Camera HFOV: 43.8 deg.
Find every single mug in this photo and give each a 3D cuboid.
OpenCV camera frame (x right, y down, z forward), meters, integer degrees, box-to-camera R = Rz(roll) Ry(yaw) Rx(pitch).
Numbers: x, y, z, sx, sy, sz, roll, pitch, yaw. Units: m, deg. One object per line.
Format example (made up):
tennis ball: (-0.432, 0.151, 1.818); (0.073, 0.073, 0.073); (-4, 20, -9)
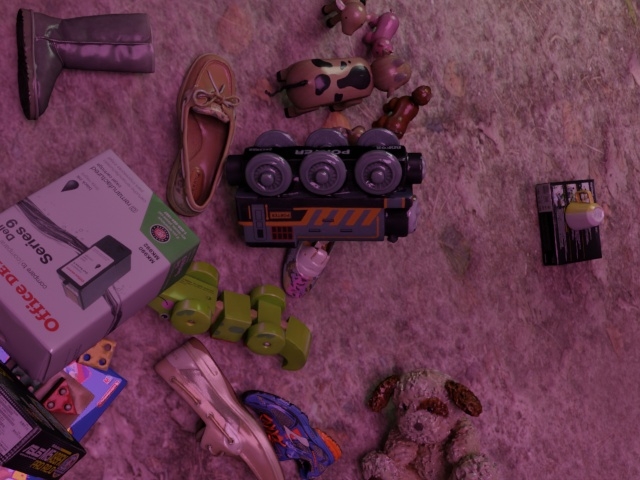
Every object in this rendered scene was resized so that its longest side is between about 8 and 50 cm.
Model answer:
mug: (0.555, -0.059, 1.671); (0.062, 0.064, 0.078); (-44, 107, -21)

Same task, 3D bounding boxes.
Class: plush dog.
plush dog: (0.211, 0.343, 1.474); (0.211, 0.263, 0.225); (-35, 117, -57)

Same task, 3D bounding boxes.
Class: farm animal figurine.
farm animal figurine: (0.064, -0.316, 1.426); (0.327, 0.172, 0.330); (-31, 102, -24)

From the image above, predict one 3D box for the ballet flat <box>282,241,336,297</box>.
ballet flat: (0.000, 0.000, 1.436); (0.077, 0.079, 0.221); (32, 75, -25)

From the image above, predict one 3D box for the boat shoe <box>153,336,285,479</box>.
boat shoe: (-0.166, 0.309, 1.332); (0.098, 0.109, 0.302); (-34, 98, -17)

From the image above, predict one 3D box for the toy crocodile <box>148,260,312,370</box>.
toy crocodile: (-0.161, 0.126, 1.344); (0.341, 0.105, 0.115); (21, 40, -22)

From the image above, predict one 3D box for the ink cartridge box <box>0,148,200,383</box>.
ink cartridge box: (-0.355, 0.032, 1.160); (0.211, 0.121, 0.289); (44, 52, 5)

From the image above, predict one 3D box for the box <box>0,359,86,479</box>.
box: (-0.429, 0.181, 1.005); (0.270, 0.216, 0.060); (41, 73, 14)

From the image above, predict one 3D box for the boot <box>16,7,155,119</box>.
boot: (-0.371, -0.281, 1.273); (0.209, 0.076, 0.189); (0, 91, -33)

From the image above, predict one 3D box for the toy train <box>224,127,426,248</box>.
toy train: (0.008, -0.082, 1.335); (0.334, 0.142, 0.190); (0, 120, 4)

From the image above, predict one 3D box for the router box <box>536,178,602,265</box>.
router box: (0.540, -0.040, 1.725); (0.133, 0.046, 0.178); (-6, 91, -27)

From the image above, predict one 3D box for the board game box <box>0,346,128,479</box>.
board game box: (-0.493, 0.273, 1.180); (0.233, 0.078, 0.347); (45, 70, -18)

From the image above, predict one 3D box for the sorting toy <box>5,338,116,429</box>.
sorting toy: (-0.412, 0.232, 1.153); (0.132, 0.046, 0.274); (46, 69, -18)

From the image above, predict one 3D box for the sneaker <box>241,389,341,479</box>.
sneaker: (-0.057, 0.340, 1.392); (0.221, 0.083, 0.087); (44, 67, -17)

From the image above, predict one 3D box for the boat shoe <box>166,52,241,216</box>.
boat shoe: (-0.188, -0.181, 1.342); (0.105, 0.089, 0.285); (9, 84, -26)
